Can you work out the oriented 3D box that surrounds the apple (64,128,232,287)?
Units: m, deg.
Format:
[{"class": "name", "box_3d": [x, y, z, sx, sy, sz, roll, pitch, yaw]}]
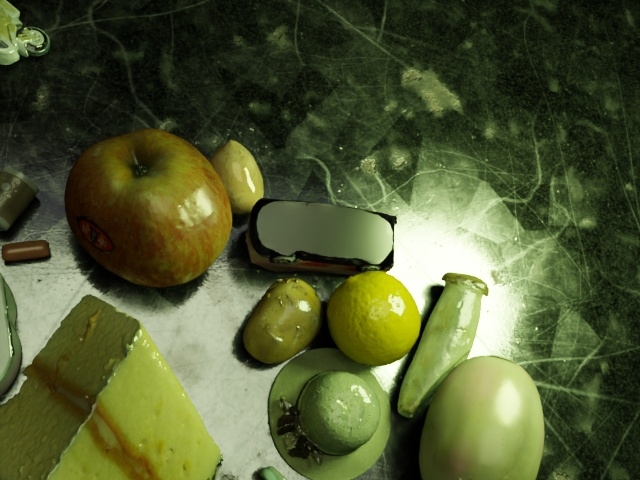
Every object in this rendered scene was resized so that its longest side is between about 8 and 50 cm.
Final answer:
[{"class": "apple", "box_3d": [-0.305, -0.069, 1.268, 0.309, 0.250, 0.277, 28, 66, -5]}]

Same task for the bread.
[{"class": "bread", "box_3d": [-0.360, 0.368, 1.224, 0.345, 0.242, 0.404, -48, 124, -29]}]

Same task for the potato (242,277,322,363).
[{"class": "potato", "box_3d": [-0.067, 0.152, 1.340, 0.137, 0.137, 0.175, 28, 67, -7]}]

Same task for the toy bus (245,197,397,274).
[{"class": "toy bus", "box_3d": [0.000, 0.000, 1.401, 0.303, 0.147, 0.127, 5, 72, -16]}]

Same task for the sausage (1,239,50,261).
[{"class": "sausage", "box_3d": [-0.534, 0.019, 1.279, 0.083, 0.034, 0.034, -7, 74, -22]}]

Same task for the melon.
[{"class": "melon", "box_3d": [0.305, 0.373, 1.332, 0.223, 0.223, 0.316, 28, 64, -8]}]

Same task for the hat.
[{"class": "hat", "box_3d": [0.037, 0.316, 1.314, 0.257, 0.130, 0.257, 6, 70, -16]}]

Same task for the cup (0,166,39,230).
[{"class": "cup", "box_3d": [-0.582, -0.080, 1.275, 0.102, 0.074, 0.099, 31, 65, -6]}]

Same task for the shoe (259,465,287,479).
[{"class": "shoe", "box_3d": [-0.022, 0.469, 1.269, 0.195, 0.079, 0.078, 43, 72, 4]}]

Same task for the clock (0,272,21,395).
[{"class": "clock", "box_3d": [-0.668, 0.157, 1.150, 0.339, 0.102, 0.338, 6, 70, -16]}]

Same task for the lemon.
[{"class": "lemon", "box_3d": [0.105, 0.155, 1.364, 0.178, 0.178, 0.203, -41, 107, -26]}]

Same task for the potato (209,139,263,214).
[{"class": "potato", "box_3d": [-0.172, -0.123, 1.413, 0.112, 0.112, 0.146, -20, 86, -23]}]

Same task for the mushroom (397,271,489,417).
[{"class": "mushroom", "box_3d": [0.255, 0.212, 1.447, 0.107, 0.087, 0.333, 20, 67, 10]}]

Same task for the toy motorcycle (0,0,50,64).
[{"class": "toy motorcycle", "box_3d": [-0.652, -0.415, 1.370, 0.229, 0.074, 0.151, 36, 59, -14]}]
